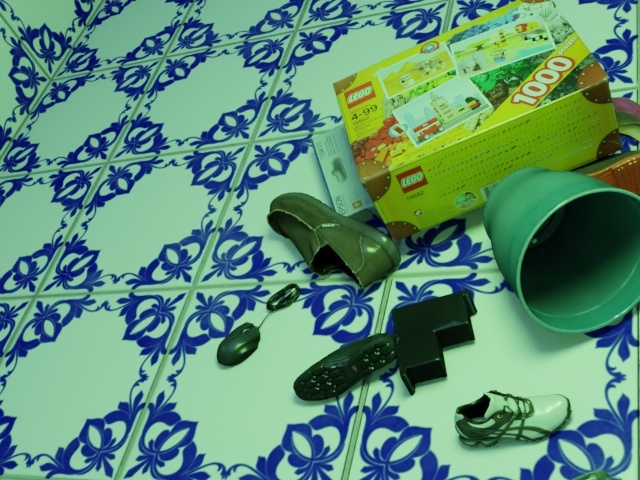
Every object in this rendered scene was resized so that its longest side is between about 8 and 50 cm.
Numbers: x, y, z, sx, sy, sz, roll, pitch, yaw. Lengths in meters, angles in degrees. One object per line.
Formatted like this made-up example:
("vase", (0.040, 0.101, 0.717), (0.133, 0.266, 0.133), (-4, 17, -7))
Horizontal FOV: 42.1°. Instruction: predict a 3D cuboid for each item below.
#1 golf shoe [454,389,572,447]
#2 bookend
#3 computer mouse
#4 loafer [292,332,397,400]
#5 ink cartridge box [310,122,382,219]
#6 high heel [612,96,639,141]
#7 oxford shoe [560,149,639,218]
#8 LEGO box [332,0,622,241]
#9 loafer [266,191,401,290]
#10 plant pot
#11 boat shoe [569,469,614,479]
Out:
("golf shoe", (0.321, 0.291, 1.398), (0.198, 0.094, 0.077), (-18, 42, 10))
("bookend", (0.224, 0.189, 1.563), (0.157, 0.072, 0.156), (-17, 45, 13))
("computer mouse", (-0.135, 0.176, 1.799), (0.071, 0.041, 0.242), (25, 64, 43))
("loafer", (0.051, 0.245, 1.617), (0.223, 0.076, 0.078), (-29, 6, 11))
("ink cartridge box", (0.164, -0.198, 1.969), (0.330, 0.071, 0.324), (-25, 43, 9))
("high heel", (0.645, -0.226, 1.728), (0.244, 0.082, 0.117), (16, 61, 29))
("oxford shoe", (0.538, -0.110, 1.679), (0.271, 0.097, 0.098), (-17, 21, 12))
("LEGO box", (0.314, -0.268, 1.752), (0.500, 0.193, 0.372), (-23, 42, 10))
("loafer", (0.000, 0.000, 1.821), (0.366, 0.134, 0.130), (22, 63, 41))
("plant pot", (0.429, -0.009, 1.519), (0.272, 0.271, 0.255), (-31, 27, 0))
("boat shoe", (0.312, 0.453, 1.249), (0.335, 0.121, 0.119), (-20, 34, -5))
